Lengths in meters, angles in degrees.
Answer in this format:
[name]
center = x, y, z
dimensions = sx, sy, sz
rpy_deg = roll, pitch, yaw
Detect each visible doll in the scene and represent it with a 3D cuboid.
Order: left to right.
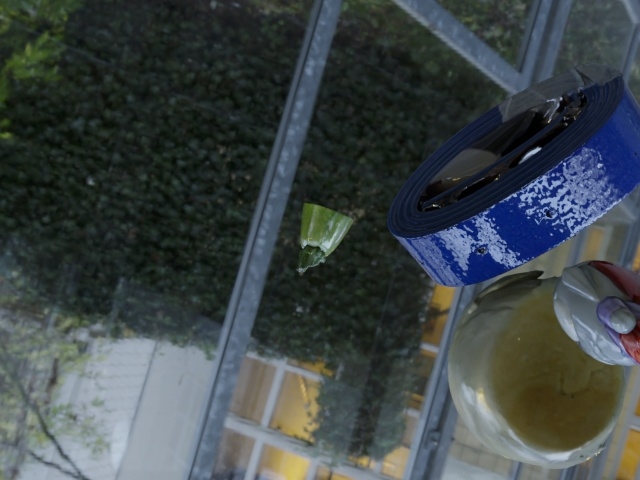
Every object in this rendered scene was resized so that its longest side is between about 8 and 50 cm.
[doll]
center = 0.235, 0.061, 0.604
dimensions = 0.102, 0.075, 0.227
rpy_deg = 44, -171, -11

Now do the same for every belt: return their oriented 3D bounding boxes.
[belt]
center = 0.259, -0.082, 1.010
dimensions = 0.117, 0.347, 0.212
rpy_deg = 46, -161, -26

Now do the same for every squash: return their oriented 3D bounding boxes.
[squash]
center = -0.003, 0.003, 1.449
dimensions = 0.105, 0.132, 0.105
rpy_deg = 18, 175, 2

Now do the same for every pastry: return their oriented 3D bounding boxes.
[pastry]
center = 0.289, 0.173, 1.020
dimensions = 0.265, 0.264, 0.133
rpy_deg = 17, 165, -11
